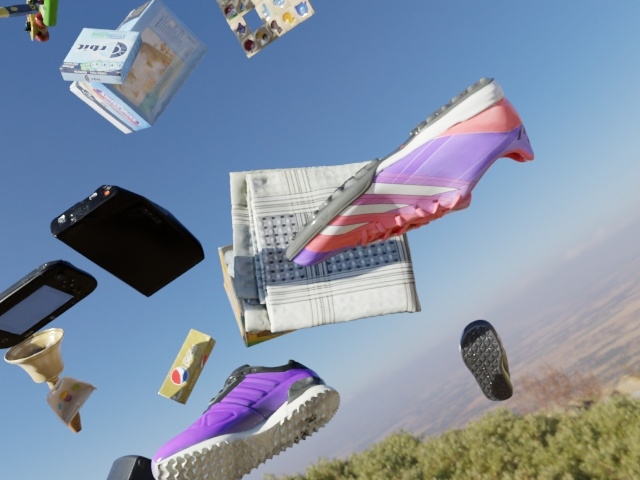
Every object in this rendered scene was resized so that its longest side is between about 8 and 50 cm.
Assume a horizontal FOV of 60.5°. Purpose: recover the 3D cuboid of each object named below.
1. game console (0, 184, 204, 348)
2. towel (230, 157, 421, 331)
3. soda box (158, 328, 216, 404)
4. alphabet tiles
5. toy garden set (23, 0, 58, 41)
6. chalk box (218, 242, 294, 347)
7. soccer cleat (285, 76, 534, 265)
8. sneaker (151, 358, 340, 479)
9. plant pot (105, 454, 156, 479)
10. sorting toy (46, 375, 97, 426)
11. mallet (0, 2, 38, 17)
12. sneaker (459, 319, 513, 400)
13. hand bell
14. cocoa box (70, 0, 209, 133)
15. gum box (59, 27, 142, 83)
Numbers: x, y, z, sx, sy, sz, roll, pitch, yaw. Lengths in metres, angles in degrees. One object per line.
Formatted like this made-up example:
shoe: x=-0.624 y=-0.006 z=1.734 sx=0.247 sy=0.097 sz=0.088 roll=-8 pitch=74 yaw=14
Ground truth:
game console: x=-0.377 y=0.064 z=0.856 sx=0.361 sy=0.044 sz=0.213 roll=-34 pitch=-38 yaw=3
towel: x=0.000 y=0.000 z=0.996 sx=0.324 sy=0.312 sz=0.056 roll=-7 pitch=-16 yaw=-6
soda box: x=-0.341 y=0.325 z=1.419 sx=0.058 sy=0.061 sz=0.181 roll=77 pitch=-145 yaw=-66
alphabet tiles: x=-0.119 y=-0.528 z=1.149 sx=0.237 sy=0.198 sz=0.009 roll=-20 pitch=17 yaw=35
toy garden set: x=-0.576 y=-0.528 z=1.064 sx=0.049 sy=0.244 sz=0.204 roll=-18 pitch=-4 yaw=-31
chalk box: x=-0.060 y=0.088 z=1.232 sx=0.289 sy=0.180 sz=0.179 roll=-16 pitch=-28 yaw=-15
soccer cleat: x=0.104 y=-0.054 z=0.642 sx=0.318 sy=0.116 sz=0.108 roll=-38 pitch=4 yaw=-1
sneaker: x=-0.127 y=0.271 z=0.852 sx=0.293 sy=0.146 sz=0.102 roll=-17 pitch=-53 yaw=-28
plant pot: x=-0.403 y=0.597 z=1.263 sx=0.167 sy=0.187 sz=0.188 roll=-51 pitch=19 yaw=42
sorting toy: x=-0.475 y=0.290 z=1.026 sx=0.083 sy=0.045 sz=0.075 roll=-58 pitch=-31 yaw=-31
mallet: x=-0.449 y=-0.317 z=0.785 sx=0.039 sy=0.062 sz=0.189 roll=-33 pitch=14 yaw=16
sneaker: x=0.348 y=0.240 z=1.162 sx=0.084 sy=0.234 sz=0.097 roll=-11 pitch=34 yaw=20
hand bell: x=-0.593 y=0.334 z=1.237 sx=0.126 sy=0.242 sz=0.126 roll=-14 pitch=20 yaw=5
cocoa box: x=-0.572 y=-0.551 z=1.749 sx=0.228 sy=0.231 sz=0.347 roll=5 pitch=60 yaw=50
gum box: x=-0.576 y=-0.490 z=1.454 sx=0.157 sy=0.184 sz=0.041 roll=4 pitch=-38 yaw=1
